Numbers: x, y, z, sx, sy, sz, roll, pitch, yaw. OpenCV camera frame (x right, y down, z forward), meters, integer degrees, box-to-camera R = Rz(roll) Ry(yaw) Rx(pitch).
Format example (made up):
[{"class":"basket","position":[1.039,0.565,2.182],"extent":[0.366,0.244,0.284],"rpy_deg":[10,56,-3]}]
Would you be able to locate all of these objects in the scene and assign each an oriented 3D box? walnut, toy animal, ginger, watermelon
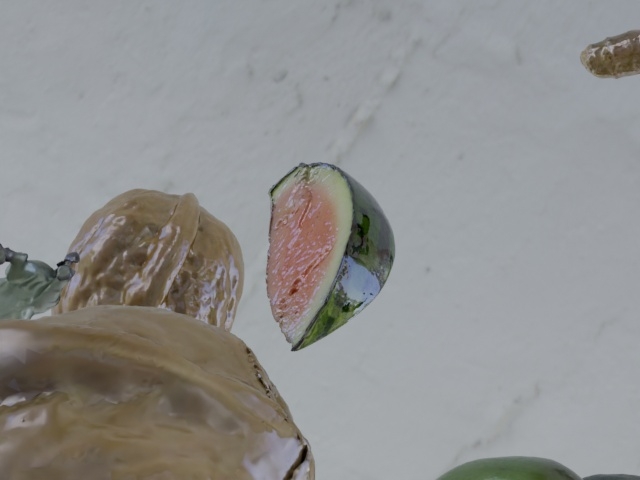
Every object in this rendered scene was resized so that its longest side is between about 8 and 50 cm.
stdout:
[{"class":"walnut","position":[-0.212,0.058,1.673],"extent":[0.224,0.257,0.257],"rpy_deg":[26,-52,-12]},{"class":"toy animal","position":[-0.330,0.070,1.336],"extent":[0.217,0.176,0.073],"rpy_deg":[-28,-98,-1]},{"class":"ginger","position":[0.361,-0.176,1.225],"extent":[0.288,0.089,0.075],"rpy_deg":[8,-83,50]},{"class":"walnut","position":[-0.117,0.124,0.595],"extent":[0.245,0.198,0.198],"rpy_deg":[-18,-64,13]},{"class":"watermelon","position":[0.002,0.005,1.181],"extent":[0.119,0.245,0.063],"rpy_deg":[-31,-55,14]}]

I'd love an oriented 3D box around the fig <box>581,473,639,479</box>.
[{"class":"fig","position":[0.290,0.330,1.412],"extent":[0.245,0.195,0.195],"rpy_deg":[20,-47,-30]}]

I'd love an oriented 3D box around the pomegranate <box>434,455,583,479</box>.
[{"class":"pomegranate","position":[0.187,0.287,1.147],"extent":[0.159,0.190,0.241],"rpy_deg":[-37,-72,-8]}]
